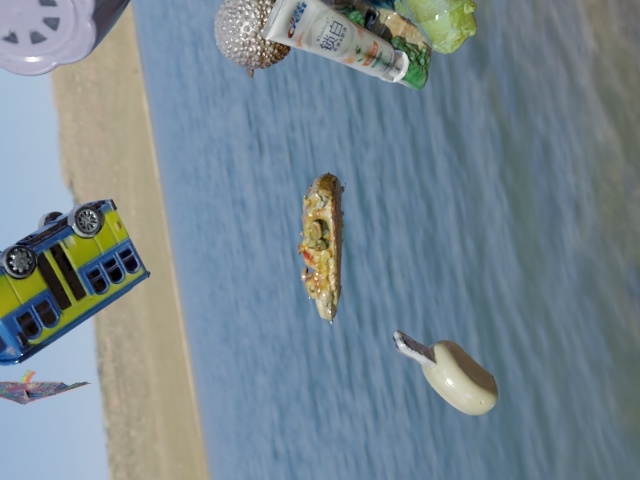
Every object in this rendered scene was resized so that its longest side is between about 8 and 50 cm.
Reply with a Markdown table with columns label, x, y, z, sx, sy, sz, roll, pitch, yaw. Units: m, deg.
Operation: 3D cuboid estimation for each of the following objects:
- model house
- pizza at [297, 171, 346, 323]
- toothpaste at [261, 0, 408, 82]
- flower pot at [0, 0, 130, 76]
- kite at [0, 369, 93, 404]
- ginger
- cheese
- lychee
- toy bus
| label | x | y | z | sx | sy | sz | roll | pitch | yaw |
| --- | --- | --- | --- | --- | --- | --- | --- | --- | --- |
| model house | 0.130 | -0.523 | 2.213 | 0.245 | 0.312 | 0.280 | 32 | 97 | 41 |
| pizza | 0.000 | 0.000 | 1.568 | 0.147 | 0.069 | 0.226 | -80 | -9 | -53 |
| toothpaste | 0.031 | -0.333 | 1.703 | 0.066 | 0.323 | 0.100 | 38 | 106 | 38 |
| flower pot | -0.327 | -0.337 | 1.205 | 0.265 | 0.265 | 0.243 | 89 | 180 | -46 |
| kite | -0.424 | 0.213 | 1.484 | 0.159 | 0.190 | 0.010 | 116 | 151 | -59 |
| ginger | 0.168 | -0.388 | 1.336 | 0.089 | 0.137 | 0.290 | -59 | -13 | -62 |
| cheese | 0.155 | 0.158 | 1.307 | 0.171 | 0.047 | 0.092 | 40 | -162 | -13 |
| lychee | -0.132 | -0.414 | 2.044 | 0.197 | 0.165 | 0.165 | 107 | 155 | -43 |
| toy bus | -0.441 | 0.064 | 1.673 | 0.138 | 0.288 | 0.175 | -5 | 116 | 49 |
